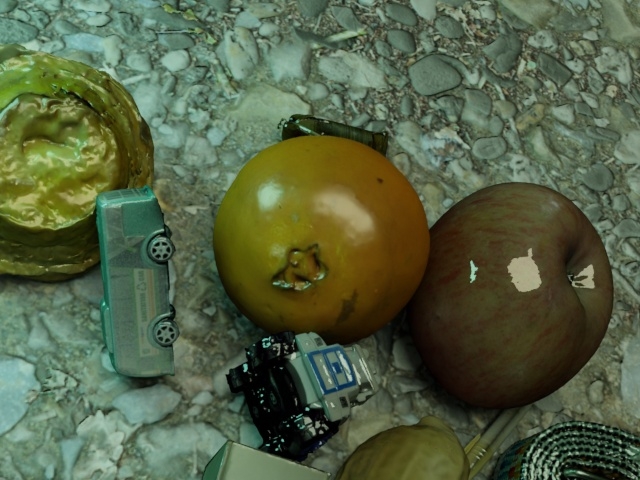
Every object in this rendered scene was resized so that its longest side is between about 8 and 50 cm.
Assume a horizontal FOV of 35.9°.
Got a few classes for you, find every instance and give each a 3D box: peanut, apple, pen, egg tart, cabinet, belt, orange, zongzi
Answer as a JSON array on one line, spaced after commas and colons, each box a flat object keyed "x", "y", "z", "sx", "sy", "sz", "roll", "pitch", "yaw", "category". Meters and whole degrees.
[{"x": 0.091, "y": 0.366, "z": 1.331, "sx": 0.174, "sy": 0.158, "sz": 0.340, "roll": 20, "pitch": 53, "yaw": 13, "category": "peanut"}, {"x": 0.293, "y": 0.075, "z": 1.481, "sx": 0.345, "sy": 0.269, "sz": 0.344, "roll": 14, "pitch": 59, "yaw": -24, "category": "apple"}, {"x": 0.272, "y": 0.286, "z": 1.513, "sx": 0.040, "sy": 0.032, "sz": 0.233, "roll": 31, "pitch": 53, "yaw": 24, "category": "pen"}, {"x": -0.384, "y": -0.103, "z": 1.367, "sx": 0.341, "sy": 0.129, "sz": 0.341, "roll": -1, "pitch": 94, "yaw": -19, "category": "egg tart"}, {"x": -0.095, "y": 0.388, "z": 1.256, "sx": 0.145, "sy": 0.150, "sz": 0.206, "roll": 20, "pitch": 58, "yaw": -8, "category": "cabinet"}, {"x": 0.385, "y": 0.377, "z": 1.432, "sx": 0.258, "sy": 0.150, "sz": 0.207, "roll": 20, "pitch": 66, "yaw": -7, "category": "belt"}, {"x": 0.000, "y": 0.000, "z": 1.414, "sx": 0.312, "sy": 0.312, "sz": 0.312, "roll": 8, "pitch": 60, "yaw": -15, "category": "orange"}, {"x": 0.007, "y": -0.112, "z": 1.614, "sx": 0.187, "sy": 0.084, "sz": 0.184, "roll": 14, "pitch": 69, "yaw": -3, "category": "zongzi"}]

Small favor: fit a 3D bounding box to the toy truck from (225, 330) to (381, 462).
[{"x": -0.012, "y": 0.209, "z": 1.348, "sx": 0.177, "sy": 0.213, "sz": 0.161, "roll": -13, "pitch": 69, "yaw": -29, "category": "toy truck"}]

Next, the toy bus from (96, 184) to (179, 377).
[{"x": -0.246, "y": 0.058, "z": 1.345, "sx": 0.109, "sy": 0.091, "sz": 0.261, "roll": -6, "pitch": 105, "yaw": -16, "category": "toy bus"}]
